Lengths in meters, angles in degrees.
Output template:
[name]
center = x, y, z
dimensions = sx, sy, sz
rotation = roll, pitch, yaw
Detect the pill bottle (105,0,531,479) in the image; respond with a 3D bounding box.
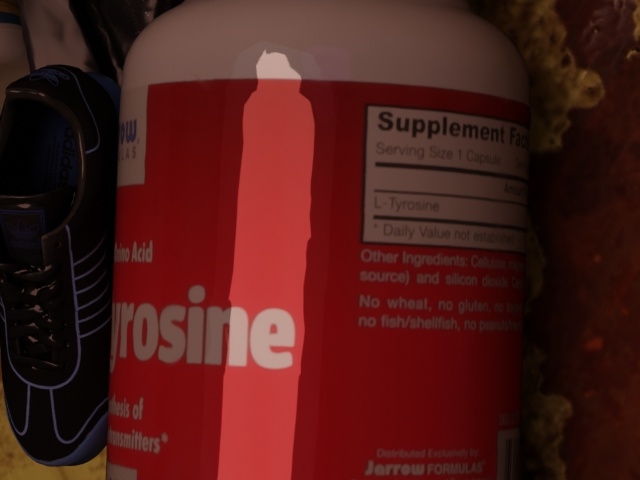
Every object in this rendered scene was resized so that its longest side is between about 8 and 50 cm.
[pill bottle]
center = 0.000, 0.000, 1.012
dimensions = 0.229, 0.229, 0.408
rotation = 0, 87, 29

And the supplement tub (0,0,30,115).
[supplement tub]
center = -0.283, -0.156, 1.227
dimensions = 0.144, 0.144, 0.200
rotation = -40, 69, 21

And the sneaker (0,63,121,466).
[sneaker]
center = -0.156, 0.018, 1.027
dimensions = 0.081, 0.090, 0.232
rotation = 3, 94, 18

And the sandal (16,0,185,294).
[sandal]
center = -0.121, -0.122, 1.150
dimensions = 0.107, 0.167, 0.446
rotation = -9, 90, 3
